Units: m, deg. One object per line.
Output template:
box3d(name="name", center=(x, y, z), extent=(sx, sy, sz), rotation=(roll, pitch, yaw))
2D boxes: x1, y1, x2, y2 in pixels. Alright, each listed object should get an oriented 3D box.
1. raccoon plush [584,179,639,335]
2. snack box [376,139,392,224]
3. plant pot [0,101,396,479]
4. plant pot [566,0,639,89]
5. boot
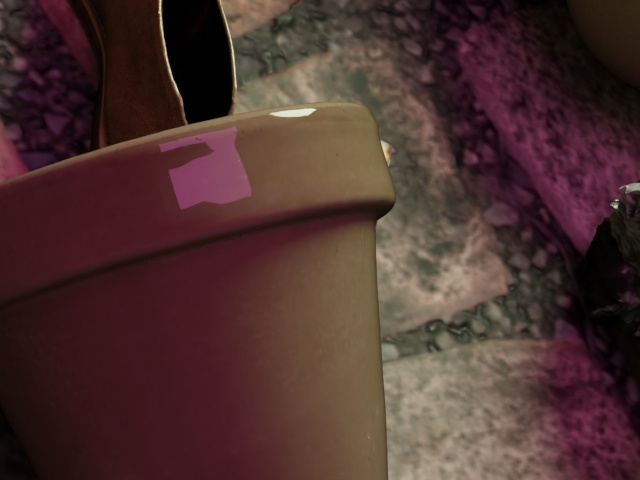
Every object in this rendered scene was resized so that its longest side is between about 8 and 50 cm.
box3d(name="raccoon plush", center=(0.383, 0.067, 1.304), extent=(0.446, 0.216, 0.299), rotation=(-13, 73, -33))
box3d(name="snack box", center=(0.000, 0.000, 1.260), extent=(0.064, 0.022, 0.178), rotation=(21, 52, -11))
box3d(name="plant pot", center=(-0.068, 0.074, 1.057), extent=(0.263, 0.263, 0.229), rotation=(-12, 84, -32))
box3d(name="plant pot", center=(0.282, -0.208, 1.432), extent=(0.284, 0.191, 0.284), rotation=(13, 53, -18))
box3d(name="boot", center=(-0.097, -0.164, 1.264), extent=(0.112, 0.115, 0.305), rotation=(3, 56, -23))
